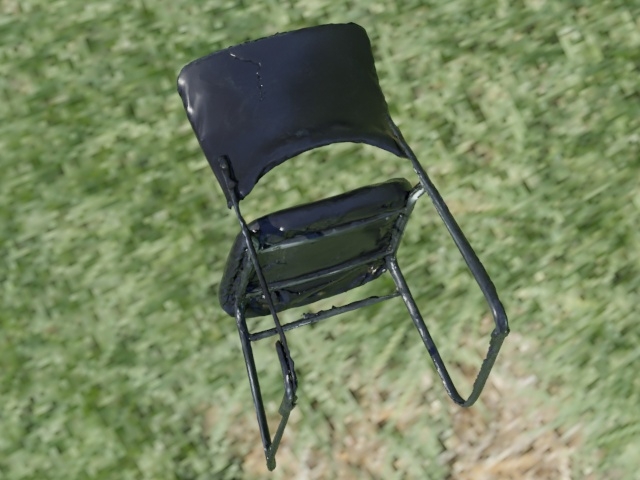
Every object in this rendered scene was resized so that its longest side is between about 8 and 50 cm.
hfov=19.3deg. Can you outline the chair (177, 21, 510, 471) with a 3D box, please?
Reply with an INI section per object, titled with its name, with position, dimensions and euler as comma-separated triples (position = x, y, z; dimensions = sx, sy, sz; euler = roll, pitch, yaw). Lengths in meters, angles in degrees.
[chair]
position = 0.000, 0.000, 1.134
dimensions = 0.145, 0.140, 0.221
euler = 107, 143, -63
